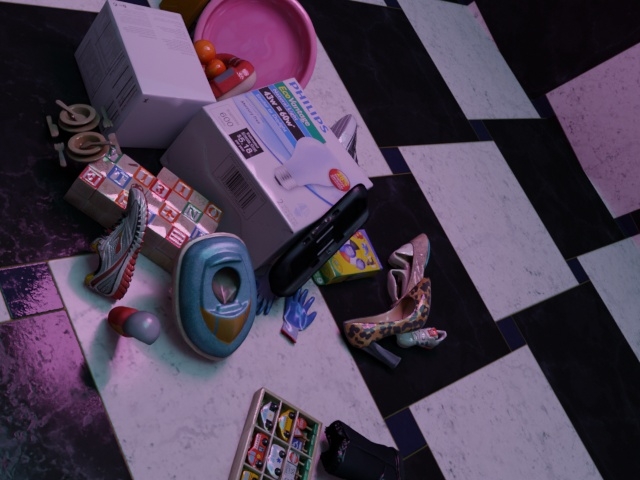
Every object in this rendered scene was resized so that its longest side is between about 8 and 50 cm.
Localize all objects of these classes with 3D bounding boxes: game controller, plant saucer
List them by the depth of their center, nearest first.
[{"bbox_3d":[0.000,0.000,1.662,0.067,0.166,0.319,36,70,26],"label":"game controller"},{"bbox_3d":[-0.177,-0.511,1.911,0.332,0.332,0.084,34,2,-20],"label":"plant saucer"}]

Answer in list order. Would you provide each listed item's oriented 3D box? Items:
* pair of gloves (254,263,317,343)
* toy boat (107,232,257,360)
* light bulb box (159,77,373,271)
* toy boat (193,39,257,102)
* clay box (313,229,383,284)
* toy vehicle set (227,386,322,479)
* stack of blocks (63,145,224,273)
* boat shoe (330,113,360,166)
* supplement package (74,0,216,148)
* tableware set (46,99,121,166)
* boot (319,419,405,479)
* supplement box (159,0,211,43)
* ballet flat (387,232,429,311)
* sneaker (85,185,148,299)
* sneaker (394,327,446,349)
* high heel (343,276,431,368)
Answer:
[{"bbox_3d":[-0.094,0.143,1.699,0.198,0.023,0.159,41,40,-14],"label":"pair of gloves"},{"bbox_3d":[-0.255,0.133,1.418,0.318,0.148,0.268,-16,105,-36],"label":"toy boat"},{"bbox_3d":[-0.123,-0.164,1.746,0.358,0.225,0.361,53,41,2],"label":"light bulb box"},{"bbox_3d":[-0.260,-0.420,1.741,0.151,0.151,0.231,57,-7,-26],"label":"toy boat"},{"bbox_3d":[0.056,0.042,1.892,0.222,0.053,0.128,-6,65,-47],"label":"clay box"},{"bbox_3d":[-0.093,0.453,1.453,0.166,0.035,0.267,35,42,-19],"label":"toy vehicle set"},{"bbox_3d":[-0.375,-0.076,1.548,0.297,0.087,0.171,37,41,-16],"label":"stack of blocks"},{"bbox_3d":[0.052,-0.219,2.058,0.119,0.121,0.335,40,51,-25],"label":"boat shoe"},{"bbox_3d":[-0.410,-0.376,1.656,0.199,0.198,0.263,-4,64,-46],"label":"supplement package"},{"bbox_3d":[-0.499,-0.235,1.501,0.128,0.039,0.194,-15,47,-19],"label":"tableware set"},{"bbox_3d":[0.092,0.523,1.526,0.207,0.094,0.247,31,37,-28],"label":"boot"},{"bbox_3d":[-0.301,-0.651,1.973,0.194,0.191,0.129,-4,63,-46],"label":"supplement box"},{"bbox_3d":[0.242,0.086,2.002,0.106,0.108,0.316,22,45,-12],"label":"ballet flat"},{"bbox_3d":[-0.398,0.000,1.404,0.092,0.088,0.225,18,86,-19],"label":"sneaker"},{"bbox_3d":[0.270,0.253,1.916,0.161,0.075,0.057,13,53,-37],"label":"sneaker"},{"bbox_3d":[0.174,0.172,1.811,0.186,0.093,0.261,36,74,-24],"label":"high heel"}]
